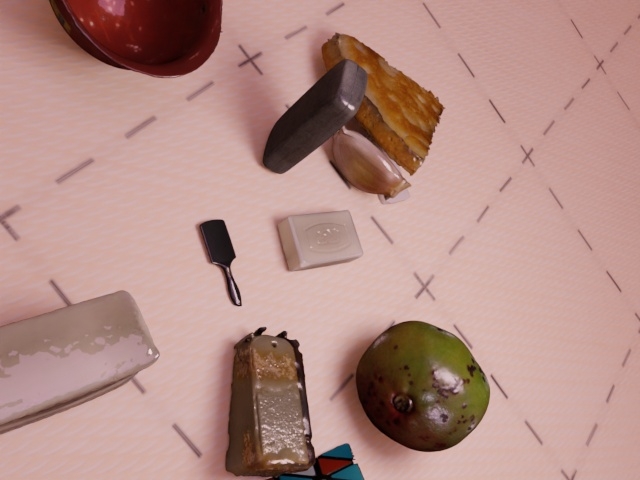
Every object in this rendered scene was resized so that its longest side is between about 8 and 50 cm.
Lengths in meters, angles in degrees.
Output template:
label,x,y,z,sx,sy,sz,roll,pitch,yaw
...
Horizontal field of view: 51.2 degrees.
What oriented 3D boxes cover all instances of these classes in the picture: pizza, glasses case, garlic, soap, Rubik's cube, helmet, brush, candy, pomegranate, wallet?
label,x,y,z,sx,sy,sz,roll,pitch,yaw
pizza,0.201,-0.334,1.741,0.406,0.130,0.439,-3,57,-50
glasses case,-0.018,-0.261,1.447,0.074,0.323,0.131,30,56,-22
garlic,0.089,-0.210,1.615,0.267,0.148,0.128,38,43,-19
soap,0.000,0.000,1.537,0.183,0.064,0.121,-8,77,-37
Rubik's cube,0.007,0.498,1.267,0.250,0.234,0.284,27,62,-25
helmet,-0.389,-0.476,1.320,0.338,0.230,0.384,-28,100,-36
brush,-0.202,0.048,1.408,0.063,0.016,0.193,-15,83,-37
candy,-0.452,0.205,1.064,0.359,0.208,0.145,-18,79,-37
pomegranate,0.250,0.307,1.477,0.324,0.291,0.290,-14,83,-38
wallet,0.168,-0.187,1.737,0.095,0.033,0.189,-17,86,-39

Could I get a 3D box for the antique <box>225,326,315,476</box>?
label,x,y,z,sx,sy,sz,roll,pitch,yaw
antique,-0.103,0.314,1.322,0.125,0.150,0.284,13,59,-30
